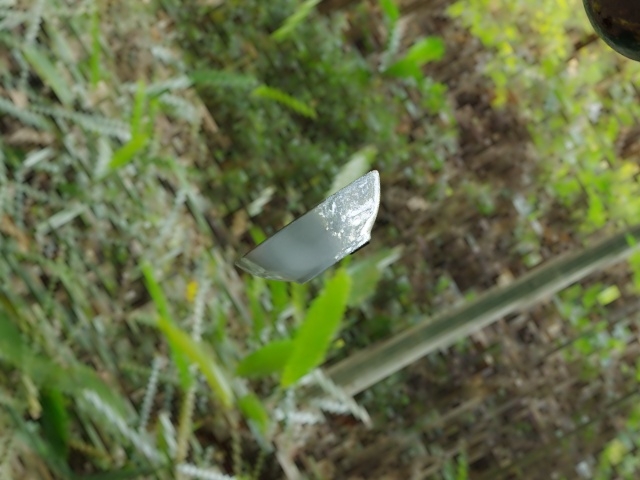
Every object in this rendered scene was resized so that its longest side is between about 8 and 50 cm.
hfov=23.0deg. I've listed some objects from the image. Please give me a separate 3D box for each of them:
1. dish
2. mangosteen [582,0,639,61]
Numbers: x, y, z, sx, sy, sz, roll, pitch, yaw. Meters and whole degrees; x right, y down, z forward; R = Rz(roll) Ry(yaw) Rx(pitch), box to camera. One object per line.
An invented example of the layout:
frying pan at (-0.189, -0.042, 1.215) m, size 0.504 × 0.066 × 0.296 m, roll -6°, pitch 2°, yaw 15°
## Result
dish at (0.000, 0.000, 1.728) m, size 0.066 × 0.191 × 0.191 m, roll 56°, pitch 8°, yaw 1°
mangosteen at (0.323, -0.280, 1.531) m, size 0.217 × 0.192 × 0.192 m, roll 44°, pitch 2°, yaw 21°
